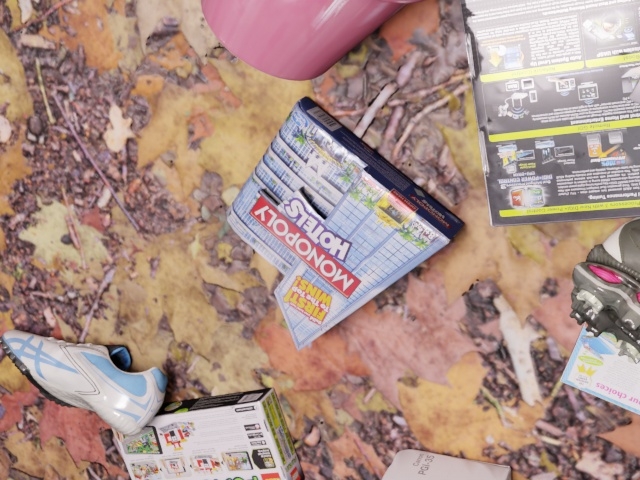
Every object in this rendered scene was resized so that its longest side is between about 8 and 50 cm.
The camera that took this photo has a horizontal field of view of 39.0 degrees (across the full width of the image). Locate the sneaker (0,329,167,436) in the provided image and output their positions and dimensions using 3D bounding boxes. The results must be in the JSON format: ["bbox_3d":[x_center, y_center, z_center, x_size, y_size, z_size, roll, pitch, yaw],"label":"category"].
[{"bbox_3d":[-0.272,0.148,1.033,0.237,0.086,0.085,18,148,30],"label":"sneaker"}]

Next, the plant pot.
[{"bbox_3d":[-0.004,-0.234,0.720,0.201,0.201,0.180,45,134,4],"label":"plant pot"}]

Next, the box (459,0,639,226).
[{"bbox_3d":[0.255,-0.128,0.706,0.270,0.060,0.216,-5,106,25],"label":"box"}]

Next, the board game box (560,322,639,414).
[{"bbox_3d":[0.301,0.106,0.784,0.154,0.026,0.103,23,115,16],"label":"board game box"}]

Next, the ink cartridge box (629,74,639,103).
[{"bbox_3d":[0.416,-0.165,0.548,0.324,0.071,0.330,28,95,12],"label":"ink cartridge box"}]

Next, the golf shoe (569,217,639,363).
[{"bbox_3d":[0.325,0.084,0.691,0.120,0.105,0.273,-43,72,-11],"label":"golf shoe"}]

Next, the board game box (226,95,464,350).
[{"bbox_3d":[0.000,0.000,0.862,0.194,0.060,0.194,39,118,7],"label":"board game box"}]

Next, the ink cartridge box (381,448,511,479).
[{"bbox_3d":[0.106,0.376,0.858,0.117,0.207,0.283,4,109,22],"label":"ink cartridge box"}]

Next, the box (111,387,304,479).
[{"bbox_3d":[-0.130,0.235,1.012,0.207,0.036,0.114,-12,102,27],"label":"box"}]
